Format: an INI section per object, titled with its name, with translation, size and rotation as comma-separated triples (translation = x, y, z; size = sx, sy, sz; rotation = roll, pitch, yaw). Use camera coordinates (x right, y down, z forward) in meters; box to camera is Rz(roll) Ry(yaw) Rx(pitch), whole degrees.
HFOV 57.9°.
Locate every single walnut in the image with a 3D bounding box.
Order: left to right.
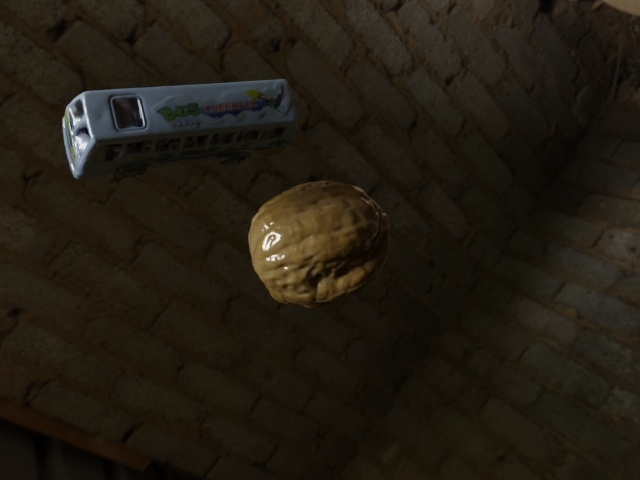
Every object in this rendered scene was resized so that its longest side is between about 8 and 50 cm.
[walnut]
translation = 0.000, 0.000, 1.043
size = 0.257, 0.257, 0.224
rotation = 36, 163, 24

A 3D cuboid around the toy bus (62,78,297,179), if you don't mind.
[toy bus]
translation = -0.201, -0.169, 0.856
size = 0.136, 0.329, 0.109
rotation = -23, 80, 64
